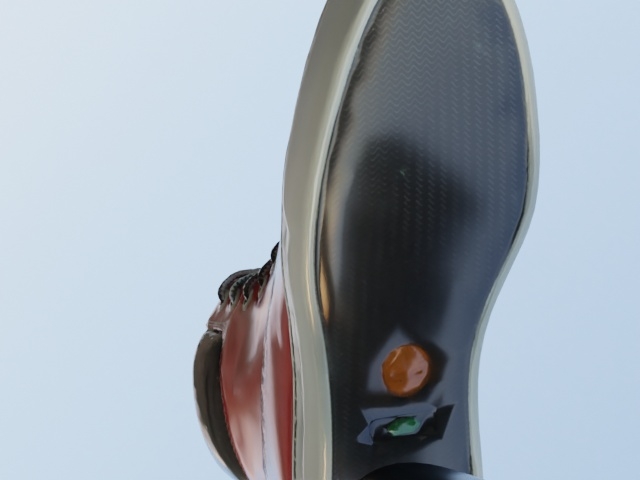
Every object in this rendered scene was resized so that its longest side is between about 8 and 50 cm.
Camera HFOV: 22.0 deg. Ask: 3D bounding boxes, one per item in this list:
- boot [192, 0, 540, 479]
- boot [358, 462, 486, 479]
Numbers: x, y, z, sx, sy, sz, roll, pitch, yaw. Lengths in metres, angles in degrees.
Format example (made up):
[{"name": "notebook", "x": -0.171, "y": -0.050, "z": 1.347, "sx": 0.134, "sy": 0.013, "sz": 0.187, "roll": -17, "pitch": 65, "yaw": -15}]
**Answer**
[{"name": "boot", "x": 0.000, "y": 0.000, "z": 0.620, "sx": 0.176, "sy": 0.088, "sz": 0.244, "roll": -143, "pitch": -125, "yaw": -62}, {"name": "boot", "x": 0.136, "y": 0.083, "z": 0.442, "sx": 0.246, "sy": 0.094, "sz": 0.207, "roll": 38, "pitch": -69, "yaw": 18}]
